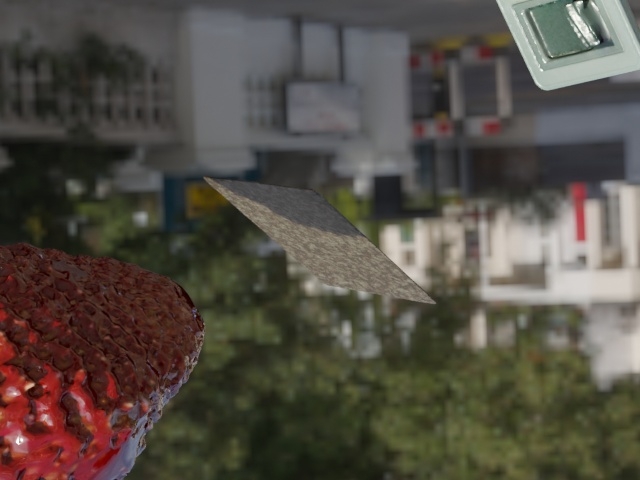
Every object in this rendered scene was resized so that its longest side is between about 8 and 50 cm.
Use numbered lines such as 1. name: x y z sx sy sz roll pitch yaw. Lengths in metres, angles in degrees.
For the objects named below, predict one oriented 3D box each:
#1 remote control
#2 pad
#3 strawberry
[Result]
1. remote control: 0.145 -0.250 1.370 0.103 0.293 0.051 -9 -158 46
2. pad: 0.000 0.000 1.921 0.158 0.003 0.235 9 157 42
3. strawberry: -0.245 0.101 1.546 0.261 0.258 0.261 36 177 2
